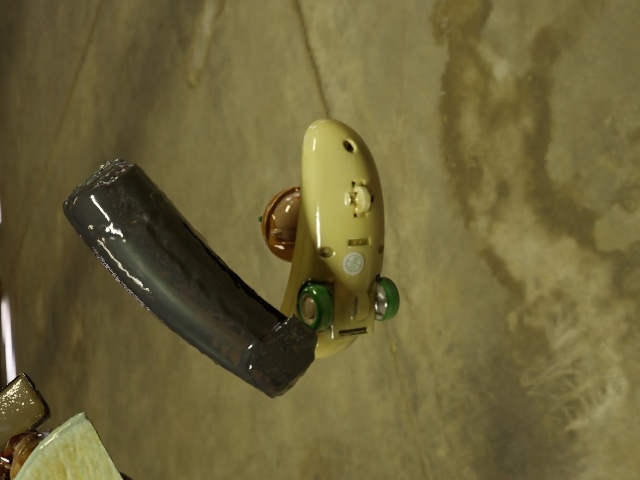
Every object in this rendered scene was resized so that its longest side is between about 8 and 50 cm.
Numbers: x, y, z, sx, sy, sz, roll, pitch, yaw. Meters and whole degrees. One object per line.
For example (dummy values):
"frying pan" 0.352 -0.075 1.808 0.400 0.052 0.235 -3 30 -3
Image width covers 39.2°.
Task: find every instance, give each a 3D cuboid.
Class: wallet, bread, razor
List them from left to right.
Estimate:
"wallet" -0.544 0.316 1.482 0.110 0.198 0.031 41 167 36
"bread" -0.197 0.242 0.731 0.036 0.112 0.193 20 137 60
"razor" -0.150 0.049 1.026 0.107 0.327 0.189 -49 15 -12

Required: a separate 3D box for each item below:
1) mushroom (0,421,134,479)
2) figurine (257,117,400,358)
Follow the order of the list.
"mushroom" -0.322 0.365 1.076 0.195 0.263 0.283 118 151 -53
"figurine" 0.000 0.000 1.196 0.222 0.124 0.324 21 112 59
